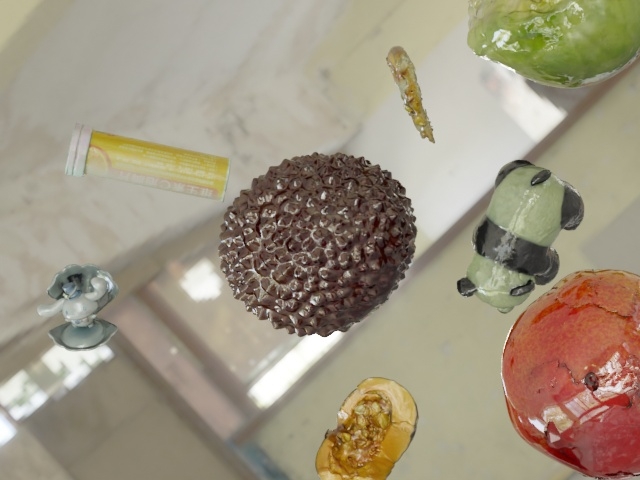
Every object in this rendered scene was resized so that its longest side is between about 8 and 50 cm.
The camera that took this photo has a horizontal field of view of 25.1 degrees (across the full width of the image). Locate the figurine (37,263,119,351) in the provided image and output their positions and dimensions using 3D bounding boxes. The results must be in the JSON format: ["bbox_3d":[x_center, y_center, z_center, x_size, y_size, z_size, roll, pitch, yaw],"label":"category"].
[{"bbox_3d":[-0.282,0.075,1.676,0.082,0.094,0.086,-94,2,-65],"label":"figurine"}]

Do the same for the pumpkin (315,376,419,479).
[{"bbox_3d":[0.069,0.297,2.145,0.183,0.119,0.107,-55,-12,-10],"label":"pumpkin"}]

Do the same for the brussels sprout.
[{"bbox_3d":[0.423,-0.410,2.560,0.344,0.344,0.268,-21,-57,-79],"label":"brussels sprout"}]

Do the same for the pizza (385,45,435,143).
[{"bbox_3d":[0.150,-0.244,2.417,0.036,0.176,0.184,-19,11,2],"label":"pizza"}]

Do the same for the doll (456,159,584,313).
[{"bbox_3d":[0.292,-0.007,2.141,0.135,0.144,0.234,-17,-48,-66],"label":"doll"}]

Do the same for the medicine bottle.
[{"bbox_3d":[-0.233,-0.105,1.962,0.074,0.218,0.073,-169,90,-82],"label":"medicine bottle"}]

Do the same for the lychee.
[{"bbox_3d":[0.000,0.000,2.298,0.330,0.306,0.306,14,-42,-30],"label":"lychee"}]

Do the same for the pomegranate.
[{"bbox_3d":[0.280,0.124,1.423,0.210,0.210,0.235,-46,16,24],"label":"pomegranate"}]
